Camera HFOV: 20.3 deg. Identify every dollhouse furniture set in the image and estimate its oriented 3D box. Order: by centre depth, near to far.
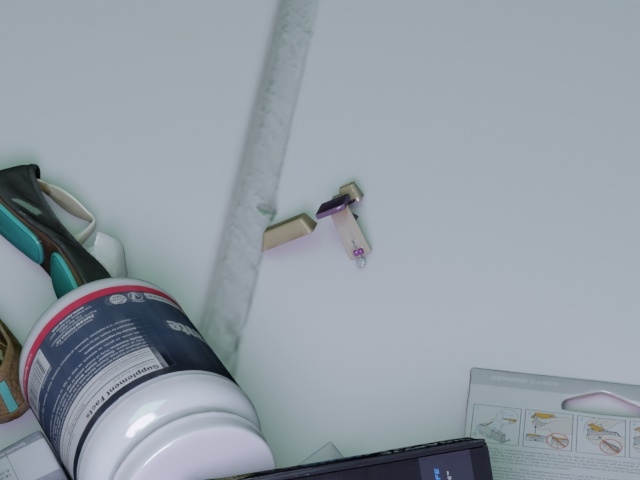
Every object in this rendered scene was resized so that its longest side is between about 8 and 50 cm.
[{"bbox_3d":[0.000,0.000,2.020,0.114,0.091,0.081,-21,105,17],"label":"dollhouse furniture set"}]

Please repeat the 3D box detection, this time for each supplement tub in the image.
[{"bbox_3d":[-0.176,0.178,1.796,0.191,0.191,0.272,-30,41,-11],"label":"supplement tub"}]

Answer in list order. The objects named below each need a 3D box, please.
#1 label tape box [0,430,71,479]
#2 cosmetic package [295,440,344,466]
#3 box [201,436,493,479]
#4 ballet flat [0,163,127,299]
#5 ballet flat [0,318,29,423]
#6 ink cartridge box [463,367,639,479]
[{"bbox_3d":[-0.307,0.370,1.737,0.240,0.106,0.334,-28,43,-10],"label":"label tape box"},{"bbox_3d":[0.033,0.336,1.799,0.127,0.107,0.238,-37,70,-11],"label":"cosmetic package"},{"bbox_3d":[0.031,0.350,1.667,0.293,0.073,0.296,-7,88,-12],"label":"box"},{"bbox_3d":[-0.277,0.011,1.987,0.096,0.095,0.280,-30,65,-24],"label":"ballet flat"},{"bbox_3d":[-0.431,0.057,1.952,0.116,0.124,0.342,-35,67,-14],"label":"ballet flat"},{"bbox_3d":[0.286,0.250,1.839,0.296,0.066,0.261,6,35,7],"label":"ink cartridge box"}]
